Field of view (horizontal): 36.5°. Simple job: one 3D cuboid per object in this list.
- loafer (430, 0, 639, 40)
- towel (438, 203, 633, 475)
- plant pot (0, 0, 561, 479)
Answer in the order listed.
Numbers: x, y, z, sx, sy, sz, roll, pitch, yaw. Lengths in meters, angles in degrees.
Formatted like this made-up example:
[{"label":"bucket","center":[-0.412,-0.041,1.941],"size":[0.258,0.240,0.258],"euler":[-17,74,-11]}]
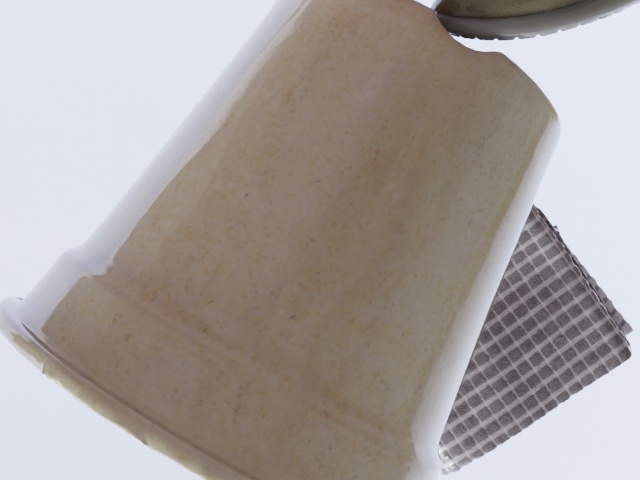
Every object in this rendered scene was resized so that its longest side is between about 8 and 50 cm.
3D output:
[{"label":"loafer","center":[0.185,-0.192,0.608],"size":[0.251,0.087,0.094],"euler":[-15,-163,10]},{"label":"towel","center":[0.201,0.108,1.156],"size":[0.283,0.121,0.235],"euler":[-35,-96,7]},{"label":"plant pot","center":[0.000,0.000,0.684],"size":[0.333,0.334,0.305],"euler":[30,-95,-1]}]
